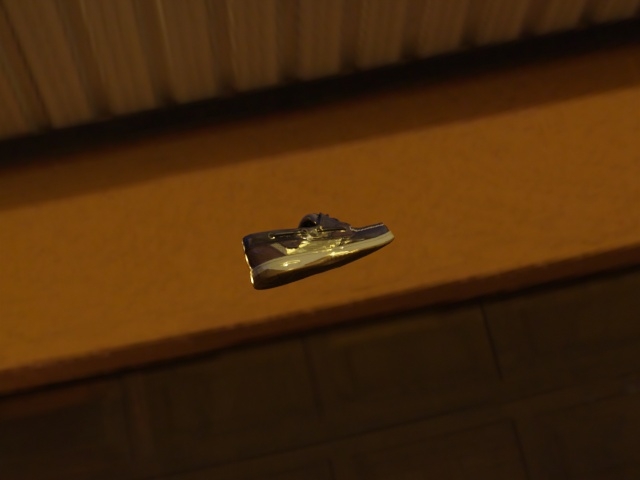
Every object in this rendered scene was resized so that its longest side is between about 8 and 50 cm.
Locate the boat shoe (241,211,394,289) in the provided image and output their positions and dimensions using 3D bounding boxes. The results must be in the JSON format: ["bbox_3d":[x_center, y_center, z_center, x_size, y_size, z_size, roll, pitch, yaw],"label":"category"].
[{"bbox_3d":[0.000,0.000,1.107,0.152,0.049,0.056,-15,-10,-44],"label":"boat shoe"}]
